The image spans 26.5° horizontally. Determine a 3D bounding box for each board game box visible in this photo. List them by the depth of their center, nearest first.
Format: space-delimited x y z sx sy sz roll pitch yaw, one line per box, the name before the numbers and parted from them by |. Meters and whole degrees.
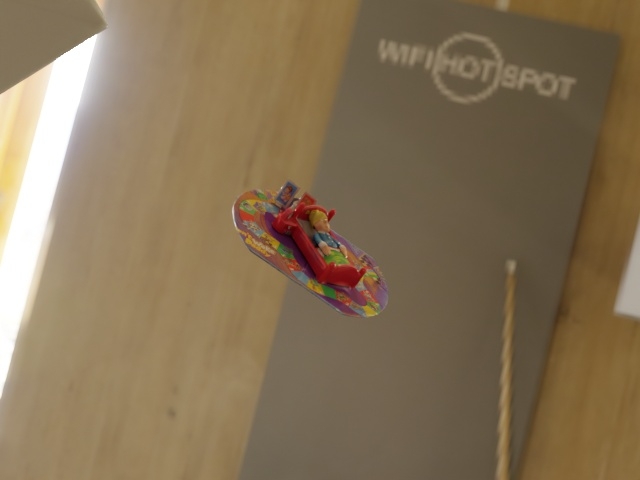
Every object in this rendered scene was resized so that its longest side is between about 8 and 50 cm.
board game box | 0.000 0.000 1.236 0.169 0.033 0.133 35 25 -3

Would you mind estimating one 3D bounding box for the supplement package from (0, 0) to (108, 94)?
supplement package | -0.299 -0.147 0.786 0.145 0.262 0.204 21 -37 58
